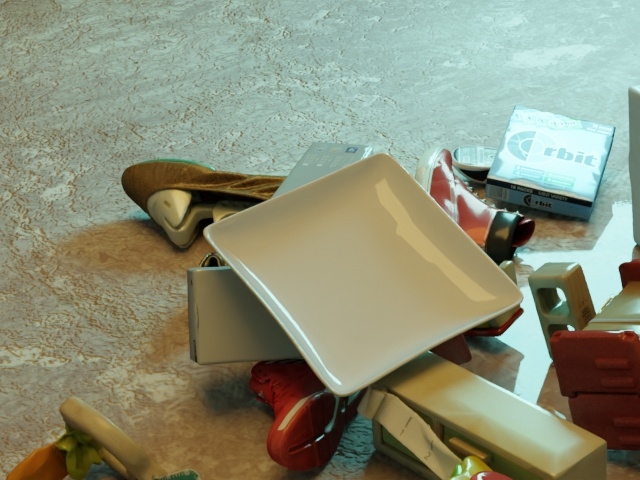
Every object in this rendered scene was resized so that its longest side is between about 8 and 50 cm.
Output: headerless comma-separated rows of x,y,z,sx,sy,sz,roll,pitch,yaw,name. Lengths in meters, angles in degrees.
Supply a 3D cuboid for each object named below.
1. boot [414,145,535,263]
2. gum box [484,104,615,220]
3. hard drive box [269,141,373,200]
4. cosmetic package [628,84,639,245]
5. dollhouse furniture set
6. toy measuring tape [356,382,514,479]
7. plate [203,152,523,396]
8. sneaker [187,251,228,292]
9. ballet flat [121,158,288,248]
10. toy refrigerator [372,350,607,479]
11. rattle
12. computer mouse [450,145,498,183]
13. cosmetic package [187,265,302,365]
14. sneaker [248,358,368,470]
0.218,-0.049,2.171,0.176,0.088,0.244,1,37,9,boot
0.341,-0.117,2.254,0.157,0.041,0.184,13,44,12,gum box
0.000,0.000,2.007,0.089,0.181,0.232,5,29,18,hard drive box
0.541,-0.051,1.897,0.161,0.230,0.453,-9,18,-9,cosmetic package
0.271,0.132,1.808,0.374,0.152,0.201,-3,24,41,dollhouse furniture set
0.120,0.255,1.552,0.121,0.121,0.330,-22,46,-30,toy measuring tape
0.048,0.040,1.769,0.278,0.045,0.277,-25,57,-28,plate
-0.126,0.041,2.061,0.066,0.071,0.188,4,30,15,sneaker
-0.144,-0.040,2.201,0.342,0.116,0.124,8,50,14,ballet flat
0.175,0.224,1.656,0.094,0.102,0.269,-26,36,-34,toy refrigerator
-0.230,0.271,1.661,0.200,0.130,0.143,38,55,16,rattle
0.289,-0.109,2.316,0.193,0.042,0.106,4,34,4,computer mouse
-0.042,0.083,1.834,0.231,0.117,0.085,-2,1,-12,cosmetic package
-0.039,0.200,1.771,0.128,0.087,0.221,0,16,26,sneaker
